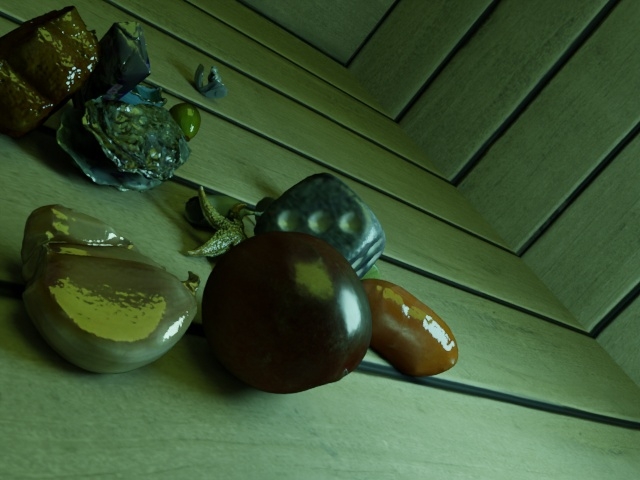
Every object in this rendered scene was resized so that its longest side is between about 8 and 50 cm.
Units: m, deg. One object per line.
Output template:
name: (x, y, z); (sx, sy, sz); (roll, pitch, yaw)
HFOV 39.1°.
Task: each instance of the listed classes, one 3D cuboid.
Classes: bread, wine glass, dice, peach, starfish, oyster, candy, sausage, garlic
bread: (-0.447, -0.266, 1.404); (0.135, 0.232, 0.247); (46, 9, -14)
wine glass: (-0.167, -0.054, 1.719); (0.074, 0.074, 0.262); (47, 20, 20)
dice: (0.000, 0.000, 1.649); (0.183, 0.182, 0.181); (45, -12, 18)
peach: (-0.042, 0.109, 1.310); (0.252, 0.252, 0.252); (36, 18, -14)
starfish: (-0.170, -0.017, 1.586); (0.176, 0.053, 0.208); (55, 24, -8)
oyster: (-0.322, -0.160, 1.569); (0.351, 0.158, 0.162); (-4, 89, -76)
candy: (-0.366, -0.283, 1.540); (0.061, 0.312, 0.088); (-13, 89, -29)
sausage: (0.156, 0.166, 1.747); (0.258, 0.133, 0.133); (38, 18, -6)
garlic: (-0.270, 0.075, 1.136); (0.228, 0.110, 0.217); (17, 38, -28)

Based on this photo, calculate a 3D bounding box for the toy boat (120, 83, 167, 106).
toy boat: (-0.406, -0.338, 1.893); (0.185, 0.077, 0.075); (26, 23, -38)

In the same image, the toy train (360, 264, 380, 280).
toy train: (0.040, -0.012, 1.939); (0.189, 0.126, 0.307); (29, 20, -32)

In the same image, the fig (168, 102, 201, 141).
fig: (-0.292, -0.253, 1.941); (0.074, 0.074, 0.088); (21, 47, -46)

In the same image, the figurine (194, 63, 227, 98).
figurine: (-0.283, -0.416, 2.324); (0.082, 0.094, 0.086); (-3, 66, -12)
